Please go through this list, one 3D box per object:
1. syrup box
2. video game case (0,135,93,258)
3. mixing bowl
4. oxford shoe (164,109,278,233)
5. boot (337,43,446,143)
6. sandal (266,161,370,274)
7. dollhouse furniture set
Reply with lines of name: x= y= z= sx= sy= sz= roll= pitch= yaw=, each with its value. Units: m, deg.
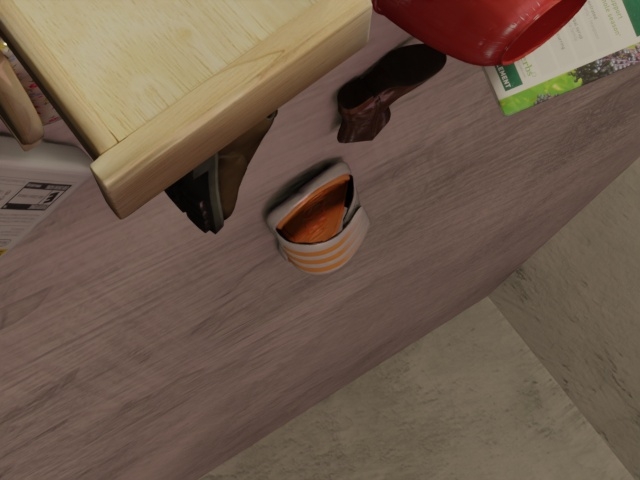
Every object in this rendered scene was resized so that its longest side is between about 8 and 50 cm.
syrup box: x=0.244 y=-0.196 z=1.161 sx=0.237 sy=0.093 sz=0.096 roll=-22 pitch=-168 yaw=16
video game case: x=-0.258 y=0.011 z=0.826 sx=0.206 sy=0.026 sz=0.227 roll=-41 pitch=170 yaw=13
mixing bowl: x=0.138 y=-0.195 z=1.051 sx=0.181 sy=0.098 sz=0.181 roll=-36 pitch=170 yaw=-8
oxford shoe: x=-0.067 y=-0.069 z=0.960 sx=0.096 sy=0.083 sz=0.227 roll=-39 pitch=171 yaw=-17
boot: x=0.061 y=-0.126 z=1.243 sx=0.106 sy=0.037 sz=0.114 roll=-24 pitch=165 yaw=-3
sandal: x=0.009 y=-0.006 z=1.460 sx=0.102 sy=0.076 sz=0.265 roll=-37 pitch=169 yaw=-6
dollhouse furniture set: x=-0.094 y=-0.062 z=0.660 sx=0.303 sy=0.174 sz=0.355 roll=-36 pitch=168 yaw=-9
